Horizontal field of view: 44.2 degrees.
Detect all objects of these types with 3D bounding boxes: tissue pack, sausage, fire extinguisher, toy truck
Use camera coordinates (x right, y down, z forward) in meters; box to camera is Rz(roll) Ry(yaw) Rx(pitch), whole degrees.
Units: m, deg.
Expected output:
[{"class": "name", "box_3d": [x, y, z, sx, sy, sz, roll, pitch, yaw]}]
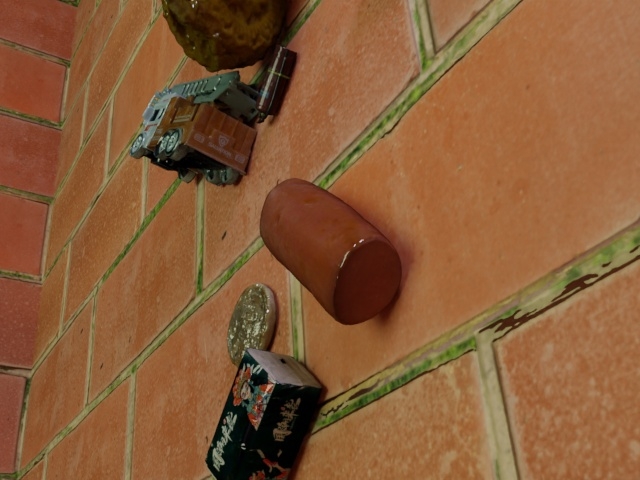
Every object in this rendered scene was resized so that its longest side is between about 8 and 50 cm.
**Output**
[{"class": "tissue pack", "box_3d": [-0.075, 0.236, 1.005, 0.103, 0.090, 0.170, 34, 108, 57]}, {"class": "sausage", "box_3d": [0.000, 0.000, 0.963, 0.259, 0.113, 0.113, 43, 115, 57]}, {"class": "fire extinguisher", "box_3d": [-0.075, -0.248, 1.281, 0.056, 0.039, 0.132, -130, 59, -67]}, {"class": "toy truck", "box_3d": [-0.233, -0.211, 1.454, 0.338, 0.133, 0.184, 11, 77, 59]}]

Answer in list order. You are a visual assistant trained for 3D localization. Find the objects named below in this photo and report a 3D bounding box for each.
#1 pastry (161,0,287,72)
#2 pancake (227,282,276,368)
[{"class": "pastry", "box_3d": [-0.165, -0.394, 1.303, 0.132, 0.240, 0.235, 4, 63, 40]}, {"class": "pancake", "box_3d": [-0.105, 0.128, 1.178, 0.139, 0.022, 0.139, -32, 50, 50]}]
